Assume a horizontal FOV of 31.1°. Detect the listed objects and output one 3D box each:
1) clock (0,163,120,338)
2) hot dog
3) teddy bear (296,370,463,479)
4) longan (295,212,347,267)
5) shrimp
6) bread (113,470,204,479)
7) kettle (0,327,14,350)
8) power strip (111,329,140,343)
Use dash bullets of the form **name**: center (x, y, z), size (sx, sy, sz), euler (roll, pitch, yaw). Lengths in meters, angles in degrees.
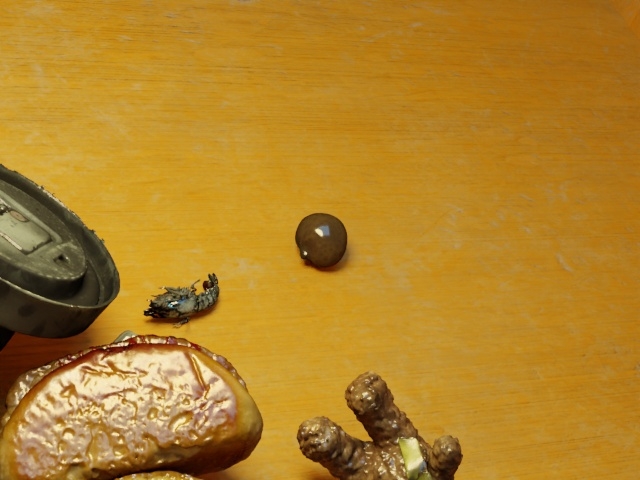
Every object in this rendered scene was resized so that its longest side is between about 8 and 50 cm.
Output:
- **clock**: center (-0.482, -0.001, 1.735), size (0.386, 0.076, 0.386), euler (35, 16, -12)
- **hot dog**: center (-0.299, 0.258, 1.703), size (0.405, 0.185, 0.223), euler (-11, 64, -16)
- **teddy bear**: center (0.118, 0.386, 1.806), size (0.296, 0.246, 0.222), euler (48, 1, -23)
- **longan**: center (0.000, 0.000, 2.234), size (0.113, 0.092, 0.113), euler (6, 70, -16)
- **shrimp**: center (-0.235, 0.102, 2.035), size (0.076, 0.082, 0.174), euler (41, 38, 25)
- **bread**: center (-0.300, 0.448, 1.584), size (0.340, 0.179, 0.194), euler (-8, 52, -33)
- **kettle**: center (-0.696, 0.080, 1.765), size (0.377, 0.250, 0.361), euler (38, 65, 12)
- **power strip**: center (-0.301, 0.274, 1.838), size (0.198, 0.064, 0.213), euler (36, 61, 12)
